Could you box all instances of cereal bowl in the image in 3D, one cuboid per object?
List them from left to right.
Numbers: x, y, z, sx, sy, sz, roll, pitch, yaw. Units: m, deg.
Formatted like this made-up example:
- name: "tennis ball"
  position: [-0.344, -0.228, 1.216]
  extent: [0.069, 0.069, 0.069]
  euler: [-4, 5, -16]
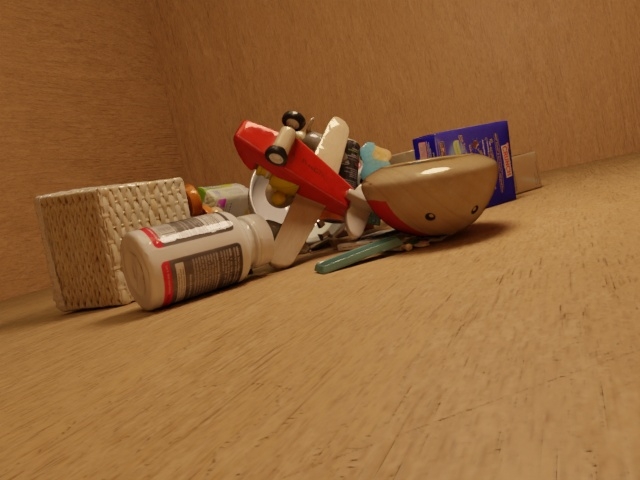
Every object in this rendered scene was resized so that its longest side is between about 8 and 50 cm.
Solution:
- name: "cereal bowl"
  position: [-0.070, -0.114, 1.744]
  extent: [0.339, 0.339, 0.141]
  euler: [-15, -22, -20]

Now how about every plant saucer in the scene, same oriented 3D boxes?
- name: "plant saucer"
  position: [0.080, 0.029, 1.162]
  extent: [0.192, 0.018, 0.067]
  euler: [-21, 9, -16]

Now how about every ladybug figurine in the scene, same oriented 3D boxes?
- name: "ladybug figurine"
  position: [0.255, -0.109, 1.286]
  extent: [0.305, 0.161, 0.449]
  euler: [-10, 8, 1]

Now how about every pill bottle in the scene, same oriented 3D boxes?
- name: "pill bottle"
  position: [-0.269, 0.032, 1.235]
  extent: [0.319, 0.176, 0.176]
  euler: [-16, 6, -37]
- name: "pill bottle"
  position: [0.047, -0.176, 1.633]
  extent: [0.131, 0.245, 0.130]
  euler: [5, -8, 1]

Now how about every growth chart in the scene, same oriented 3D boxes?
- name: "growth chart"
  position: [0.232, -0.006, 1.277]
  extent: [0.237, 0.021, 0.172]
  euler: [-18, 7, -39]

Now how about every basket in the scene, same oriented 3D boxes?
- name: "basket"
  position: [-0.551, 0.004, 1.518]
  extent: [0.267, 0.331, 0.328]
  euler: [-3, 9, 32]

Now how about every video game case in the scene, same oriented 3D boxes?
- name: "video game case"
  position: [0.169, -0.007, 1.458]
  extent: [0.173, 0.022, 0.190]
  euler: [-9, 5, 45]

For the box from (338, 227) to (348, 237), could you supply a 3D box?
- name: "box"
  position: [-0.102, -0.040, 1.909]
  extent: [0.382, 0.143, 0.191]
  euler: [-17, 6, -21]

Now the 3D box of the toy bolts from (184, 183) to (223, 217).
- name: "toy bolts"
  position: [-0.322, -0.069, 1.664]
  extent: [0.158, 0.218, 0.228]
  euler: [-27, 55, -37]

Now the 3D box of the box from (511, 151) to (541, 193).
- name: "box"
  position: [0.671, -0.232, 2.024]
  extent: [0.311, 0.147, 0.121]
  euler: [-18, 7, -32]

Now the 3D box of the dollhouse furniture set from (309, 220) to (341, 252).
- name: "dollhouse furniture set"
  position: [0.000, 0.000, 1.555]
  extent: [0.081, 0.091, 0.114]
  euler: [-29, 10, -8]

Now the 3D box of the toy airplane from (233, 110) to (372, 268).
- name: "toy airplane"
  position: [-0.036, -0.143, 1.460]
  extent: [0.386, 0.384, 0.272]
  euler: [-16, -3, -39]

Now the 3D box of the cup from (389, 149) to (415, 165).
- name: "cup"
  position: [0.352, -0.199, 1.925]
  extent: [0.331, 0.236, 0.331]
  euler: [-14, 5, 1]

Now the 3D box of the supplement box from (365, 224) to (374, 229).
- name: "supplement box"
  position: [0.136, -0.078, 2.063]
  extent: [0.080, 0.078, 0.233]
  euler: [-14, 5, -9]

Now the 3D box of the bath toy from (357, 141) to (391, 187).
- name: "bath toy"
  position: [0.137, -0.209, 1.824]
  extent: [0.151, 0.129, 0.348]
  euler: [-47, -1, -17]

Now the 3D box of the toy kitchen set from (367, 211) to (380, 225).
- name: "toy kitchen set"
  position: [0.205, -0.146, 1.740]
  extent: [0.166, 0.207, 0.122]
  euler: [8, 13, 10]

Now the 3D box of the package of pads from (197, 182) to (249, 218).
- name: "package of pads"
  position: [-0.369, -0.054, 1.944]
  extent: [0.101, 0.296, 0.229]
  euler: [28, 22, 20]

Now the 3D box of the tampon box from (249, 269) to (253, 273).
- name: "tampon box"
  position: [-0.253, 0.047, 1.475]
  extent: [0.121, 0.101, 0.161]
  euler: [-14, 5, -7]

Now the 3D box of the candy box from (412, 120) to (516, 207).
- name: "candy box"
  position: [0.468, -0.227, 1.744]
  extent: [0.317, 0.268, 0.122]
  euler: [-15, 10, -27]
